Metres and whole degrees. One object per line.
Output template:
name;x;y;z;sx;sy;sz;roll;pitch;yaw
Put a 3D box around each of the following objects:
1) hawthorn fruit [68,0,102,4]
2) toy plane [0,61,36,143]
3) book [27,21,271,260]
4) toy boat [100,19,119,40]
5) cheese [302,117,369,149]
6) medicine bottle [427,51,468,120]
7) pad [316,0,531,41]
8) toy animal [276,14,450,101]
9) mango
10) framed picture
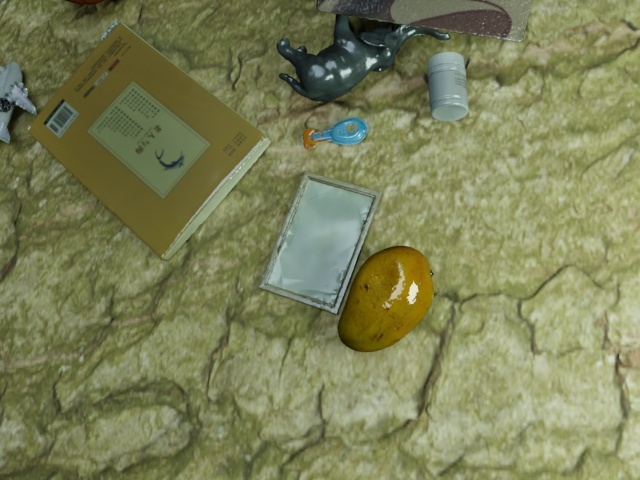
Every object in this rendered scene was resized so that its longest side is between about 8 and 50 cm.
hawthorn fruit;-0.466;-0.563;1.415;0.165;0.165;0.285;-27;50;7
toy plane;-0.589;-0.258;1.384;0.162;0.065;0.171;-6;75;26
book;-0.304;-0.181;1.278;0.389;0.032;0.269;41;88;21
toy boat;-0.388;-0.367;1.373;0.038;0.038;0.083;14;78;20
cheese;0.024;-0.171;1.194;0.111;0.017;0.047;-8;67;14
medicine bottle;0.195;-0.235;1.141;0.058;0.058;0.091;-6;71;15
pad;0.170;-0.438;1.141;0.330;0.004;0.220;8;100;-1
toy animal;0.058;-0.316;1.200;0.269;0.082;0.137;-26;70;1
mango;0.095;0.085;1.049;0.115;0.089;0.165;21;82;23
framed picture;0.000;0.000;1.149;0.136;0.010;0.201;17;78;20
